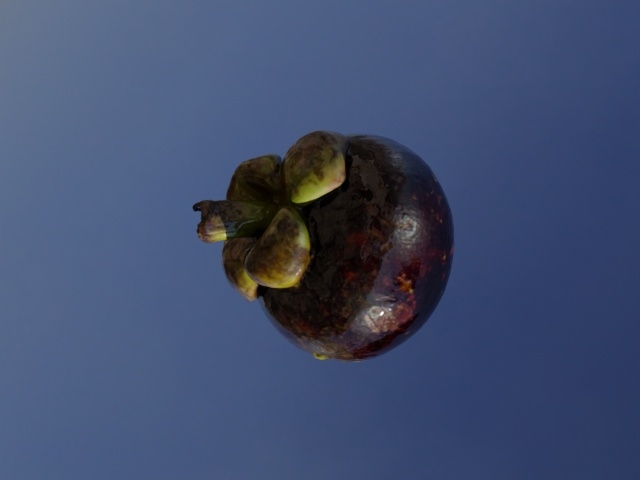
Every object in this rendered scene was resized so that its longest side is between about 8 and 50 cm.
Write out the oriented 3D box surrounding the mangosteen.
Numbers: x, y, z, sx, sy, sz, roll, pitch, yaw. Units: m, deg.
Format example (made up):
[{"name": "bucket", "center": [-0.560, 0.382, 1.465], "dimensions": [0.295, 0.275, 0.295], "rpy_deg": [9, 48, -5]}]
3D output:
[{"name": "mangosteen", "center": [0.000, 0.000, 1.216], "dimensions": [0.192, 0.217, 0.192], "rpy_deg": [-23, -118, 53]}]
